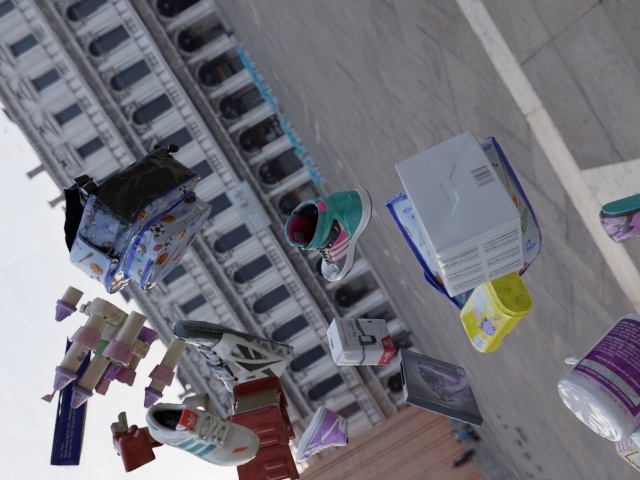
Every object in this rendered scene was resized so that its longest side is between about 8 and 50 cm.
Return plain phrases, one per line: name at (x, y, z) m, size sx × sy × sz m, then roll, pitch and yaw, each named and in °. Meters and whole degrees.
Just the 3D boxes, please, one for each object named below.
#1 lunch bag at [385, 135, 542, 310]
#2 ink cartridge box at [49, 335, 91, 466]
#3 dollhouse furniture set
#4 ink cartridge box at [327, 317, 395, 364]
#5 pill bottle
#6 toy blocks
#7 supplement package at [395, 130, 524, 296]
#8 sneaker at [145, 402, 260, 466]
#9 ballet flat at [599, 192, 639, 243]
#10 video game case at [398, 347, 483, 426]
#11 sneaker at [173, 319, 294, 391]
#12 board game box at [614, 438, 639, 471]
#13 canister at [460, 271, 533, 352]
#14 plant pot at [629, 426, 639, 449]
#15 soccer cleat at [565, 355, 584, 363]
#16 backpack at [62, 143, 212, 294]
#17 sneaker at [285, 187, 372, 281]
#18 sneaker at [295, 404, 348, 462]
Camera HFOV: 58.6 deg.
lunch bag at (0.417, -0.032, 1.582) m, size 0.386 × 0.327 × 0.239 m, roll 57°, pitch 149°, yaw -3°
ink cartridge box at (-0.637, 0.429, 1.485) m, size 0.307 × 0.072 × 0.304 m, roll 134°, pitch 138°, yaw -60°
dollhouse furniture set at (-0.241, 0.415, 1.162) m, size 0.201 × 0.374 × 0.152 m, roll -115°, pitch 12°, yaw -84°
ink cartridge box at (0.105, 0.263, 1.488) m, size 0.109 × 0.150 × 0.063 m, roll -106°, pitch 28°, yaw -46°
pill bottle at (0.669, 0.265, 1.216) m, size 0.169 × 0.301 × 0.169 m, roll 47°, pitch 170°, yaw 11°
toy blocks at (-0.559, 0.303, 1.445) m, size 0.308 × 0.260 × 0.289 m, roll 16°, pitch 159°, yaw 22°
supplement package at (0.251, -0.041, 1.017) m, size 0.203 × 0.149 × 0.194 m, roll 53°, pitch -164°, yaw -57°
sneaker at (-0.161, 0.257, 0.764) m, size 0.075 × 0.161 × 0.057 m, roll 93°, pitch -166°, yaw -57°
ballet flat at (0.556, -0.057, 0.890) m, size 0.079 × 0.221 × 0.077 m, roll 58°, pitch -160°, yaw -20°
video game case at (0.309, 0.380, 1.511) m, size 0.196 × 0.026 × 0.274 m, roll 18°, pitch -166°, yaw -1°
sneaker at (-0.208, 0.279, 1.333) m, size 0.330 × 0.146 × 0.122 m, roll 27°, pitch 168°, yaw -38°
board game box at (0.964, 0.612, 1.620) m, size 0.193 × 0.147 × 0.045 m, roll 40°, pitch -146°, yaw -14°
canister at (0.366, 0.145, 1.209) m, size 0.170 × 0.073 × 0.126 m, roll 104°, pitch 157°, yaw -49°
plant pot at (0.846, 0.408, 1.402) m, size 0.196 × 0.293 × 0.293 m, roll 17°, pitch -172°, yaw -6°
soccer cleat at (0.892, 0.419, 1.981) m, size 0.029 × 0.083 × 0.036 m, roll 60°, pitch -142°, yaw -19°
backpack at (-0.361, -0.025, 1.127) m, size 0.213 × 0.263 × 0.276 m, roll 45°, pitch -146°, yaw 1°
sneaker at (0.000, 0.000, 1.363) m, size 0.296 × 0.178 × 0.124 m, roll 107°, pitch 149°, yaw -44°
sneaker at (0.013, 0.760, 2.141) m, size 0.161 × 0.282 × 0.102 m, roll 26°, pitch -150°, yaw -2°
